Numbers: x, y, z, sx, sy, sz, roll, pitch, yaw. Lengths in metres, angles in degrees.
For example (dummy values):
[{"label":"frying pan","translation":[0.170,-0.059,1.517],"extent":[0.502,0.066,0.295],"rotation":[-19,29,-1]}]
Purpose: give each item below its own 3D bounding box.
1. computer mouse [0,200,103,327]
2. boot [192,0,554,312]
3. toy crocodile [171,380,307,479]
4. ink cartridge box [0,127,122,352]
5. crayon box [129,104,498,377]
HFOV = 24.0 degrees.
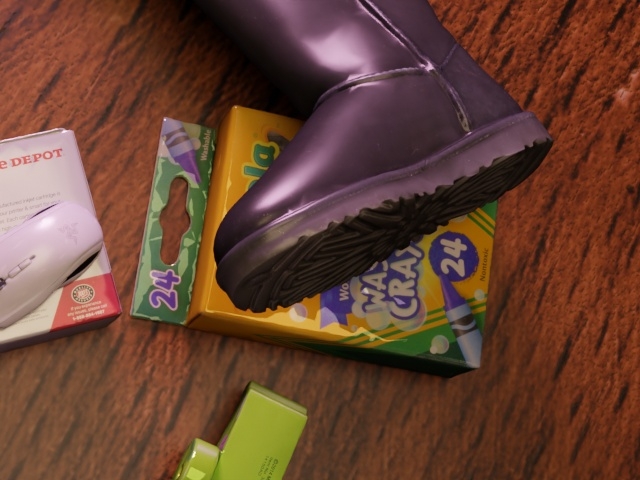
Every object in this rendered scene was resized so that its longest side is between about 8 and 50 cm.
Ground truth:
[{"label":"computer mouse","translation":[-0.266,0.032,1.272],"extent":[0.193,0.042,0.106],"rotation":[-41,91,-19]},{"label":"boot","translation":[-0.056,-0.181,1.332],"extent":[0.367,0.146,0.445],"rotation":[-23,71,-40]},{"label":"toy crocodile","translation":[-0.098,0.287,1.323],"extent":[0.115,0.105,0.340],"rotation":[23,68,-11]},{"label":"ink cartridge box","translation":[-0.263,0.002,1.342],"extent":[0.127,0.072,0.175],"rotation":[-13,82,-18]},{"label":"crayon box","translation":[0.000,0.000,1.416],"extent":[0.323,0.083,0.203],"rotation":[11,75,-14]}]
